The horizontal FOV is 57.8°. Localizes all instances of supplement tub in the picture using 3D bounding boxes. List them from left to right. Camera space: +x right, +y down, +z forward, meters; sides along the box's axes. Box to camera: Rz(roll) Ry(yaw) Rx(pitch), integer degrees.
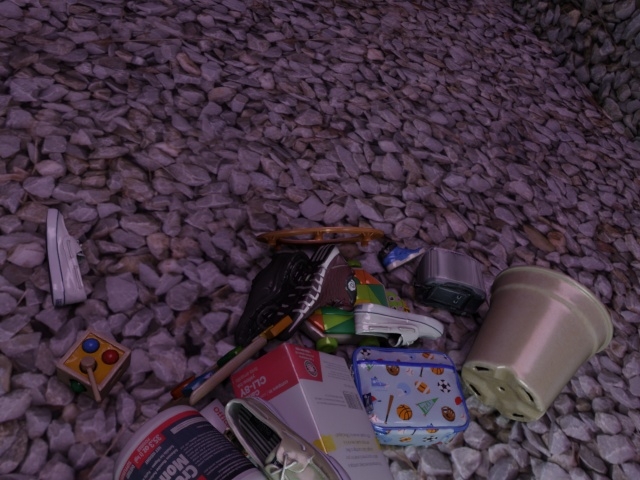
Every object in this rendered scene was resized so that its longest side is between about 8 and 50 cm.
[{"bbox_3d":[-0.212,0.441,1.017,0.272,0.191,0.191,33,47,26],"label":"supplement tub"}]

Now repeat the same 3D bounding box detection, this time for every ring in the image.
[{"bbox_3d":[0.000,0.000,1.525,0.337,0.336,0.032,1,84,-21],"label":"ring"}]

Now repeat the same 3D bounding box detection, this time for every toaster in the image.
[{"bbox_3d":[0.368,0.114,1.687,0.227,0.129,0.146,15,46,-7],"label":"toaster"}]

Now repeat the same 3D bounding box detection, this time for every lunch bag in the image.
[{"bbox_3d":[0.199,0.373,1.426,0.303,0.115,0.243,8,49,-17],"label":"lunch bag"}]

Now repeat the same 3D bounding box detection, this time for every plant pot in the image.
[{"bbox_3d":[0.537,0.287,1.518,0.334,0.334,0.305,38,61,10],"label":"plant pot"}]

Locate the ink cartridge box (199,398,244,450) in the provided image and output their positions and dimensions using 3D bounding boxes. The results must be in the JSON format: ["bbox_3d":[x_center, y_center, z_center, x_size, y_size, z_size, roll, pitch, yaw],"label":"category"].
[{"bbox_3d":[-0.252,0.449,1.210,0.139,0.082,0.191,44,52,15],"label":"ink cartridge box"}]

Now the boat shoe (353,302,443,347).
[{"bbox_3d":[0.201,0.229,1.480,0.267,0.096,0.088,19,65,-29],"label":"boat shoe"}]

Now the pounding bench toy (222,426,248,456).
[{"bbox_3d":[-0.155,0.396,1.179,0.065,0.083,0.052,44,49,15],"label":"pounding bench toy"}]

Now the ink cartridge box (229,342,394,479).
[{"bbox_3d":[0.001,0.429,1.183,0.279,0.160,0.384,34,27,-57],"label":"ink cartridge box"}]

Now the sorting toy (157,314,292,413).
[{"bbox_3d":[-0.208,0.266,1.272,0.307,0.229,0.041,-37,90,-38],"label":"sorting toy"}]

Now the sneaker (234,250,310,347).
[{"bbox_3d":[-0.135,0.148,1.485,0.286,0.130,0.109,-55,128,-24],"label":"sneaker"}]

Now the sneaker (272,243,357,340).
[{"bbox_3d":[0.009,0.159,1.441,0.162,0.106,0.281,43,66,-24],"label":"sneaker"}]

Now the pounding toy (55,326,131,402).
[{"bbox_3d":[-0.485,0.277,1.242,0.130,0.100,0.141,29,49,3],"label":"pounding toy"}]

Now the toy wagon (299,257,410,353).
[{"bbox_3d":[0.092,0.171,1.571,0.344,0.068,0.267,3,53,-19],"label":"toy wagon"}]

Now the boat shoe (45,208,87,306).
[{"bbox_3d":[-0.613,0.038,1.398,0.084,0.095,0.258,-4,65,-28],"label":"boat shoe"}]

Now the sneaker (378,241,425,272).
[{"bbox_3d":[0.242,0.031,1.745,0.152,0.058,0.084,-24,73,-27],"label":"sneaker"}]

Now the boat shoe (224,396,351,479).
[{"bbox_3d":[-0.063,0.387,1.012,0.302,0.094,0.109,33,91,33],"label":"boat shoe"}]
